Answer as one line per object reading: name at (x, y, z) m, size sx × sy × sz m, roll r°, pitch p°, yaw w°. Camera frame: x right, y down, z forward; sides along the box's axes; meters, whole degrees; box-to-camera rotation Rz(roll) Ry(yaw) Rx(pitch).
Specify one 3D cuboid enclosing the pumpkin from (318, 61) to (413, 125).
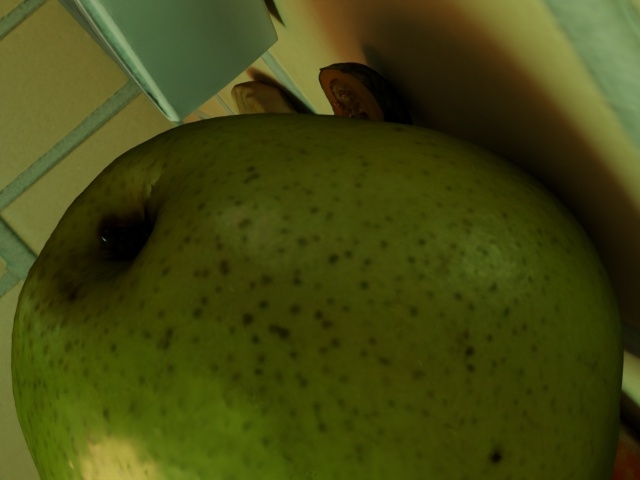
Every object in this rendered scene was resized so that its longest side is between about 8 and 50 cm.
pumpkin at (0.030, -0.073, 0.523) m, size 0.050 × 0.028 × 0.083 m, roll 31°, pitch 163°, yaw 36°

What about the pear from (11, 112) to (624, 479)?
pear at (0.000, 0.069, 0.455) m, size 0.294 × 0.294 × 0.294 m, roll 48°, pitch 175°, yaw 5°

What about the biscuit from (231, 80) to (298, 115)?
biscuit at (0.000, 0.000, 0.839) m, size 0.204 × 0.040 × 0.308 m, roll -157°, pitch 47°, yaw -75°

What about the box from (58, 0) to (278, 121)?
box at (-0.158, -0.220, 0.579) m, size 0.251 × 0.106 × 0.203 m, roll 47°, pitch 173°, yaw 24°

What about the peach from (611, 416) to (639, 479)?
peach at (0.155, 0.199, 0.639) m, size 0.190 × 0.190 × 0.192 m, roll 55°, pitch -169°, yaw -52°
